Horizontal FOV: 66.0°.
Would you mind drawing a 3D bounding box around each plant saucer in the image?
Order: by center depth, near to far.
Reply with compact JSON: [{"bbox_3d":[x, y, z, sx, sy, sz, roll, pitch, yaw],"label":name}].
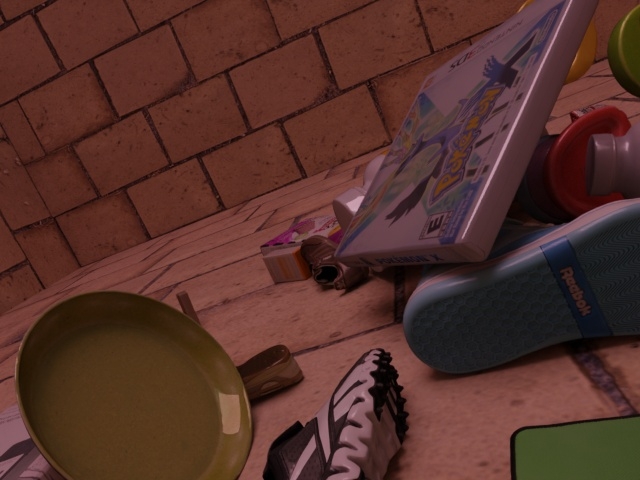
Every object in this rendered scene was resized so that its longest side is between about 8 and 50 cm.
[{"bbox_3d":[-0.175,0.152,0.483,0.037,0.241,0.241,-48,5,21],"label":"plant saucer"}]

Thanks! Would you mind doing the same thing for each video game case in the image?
[{"bbox_3d":[0.152,-0.119,0.591,0.329,0.036,0.300,-62,16,-13],"label":"video game case"}]

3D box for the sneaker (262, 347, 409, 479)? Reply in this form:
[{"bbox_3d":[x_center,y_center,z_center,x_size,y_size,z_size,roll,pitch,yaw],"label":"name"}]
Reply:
[{"bbox_3d":[0.008,0.165,0.397,0.106,0.078,0.234,-15,17,20],"label":"sneaker"}]

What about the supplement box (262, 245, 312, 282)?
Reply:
[{"bbox_3d":[-0.065,0.049,1.002,0.098,0.062,0.036,-9,20,42],"label":"supplement box"}]

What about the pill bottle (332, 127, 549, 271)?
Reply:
[{"bbox_3d":[0.195,-0.094,0.823,0.333,0.188,0.188,-32,15,-10],"label":"pill bottle"}]

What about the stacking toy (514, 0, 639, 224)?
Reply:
[{"bbox_3d":[0.387,-0.182,0.707,0.279,0.309,0.130,-12,0,-10],"label":"stacking toy"}]

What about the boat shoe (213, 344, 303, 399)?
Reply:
[{"bbox_3d":[-0.097,0.181,0.604,0.153,0.048,0.056,-29,23,5],"label":"boat shoe"}]

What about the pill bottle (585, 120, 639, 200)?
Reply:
[{"bbox_3d":[0.411,-0.088,0.563,0.184,0.103,0.103,2,22,20],"label":"pill bottle"}]

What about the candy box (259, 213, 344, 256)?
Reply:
[{"bbox_3d":[0.000,0.000,1.065,0.233,0.071,0.159,-7,20,48],"label":"candy box"}]

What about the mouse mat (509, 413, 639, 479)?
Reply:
[{"bbox_3d":[0.207,0.150,0.281,0.189,0.007,0.152,-18,14,25],"label":"mouse mat"}]

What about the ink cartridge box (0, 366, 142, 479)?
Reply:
[{"bbox_3d":[-0.284,0.256,0.445,0.198,0.115,0.273,-19,14,15],"label":"ink cartridge box"}]

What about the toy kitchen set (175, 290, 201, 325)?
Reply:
[{"bbox_3d":[-0.290,0.148,0.960,0.083,0.075,0.068,-24,12,-23],"label":"toy kitchen set"}]

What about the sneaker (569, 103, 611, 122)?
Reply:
[{"bbox_3d":[0.580,-0.249,1.034,0.092,0.088,0.225,-14,16,30],"label":"sneaker"}]

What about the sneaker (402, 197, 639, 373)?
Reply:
[{"bbox_3d":[0.242,0.010,0.512,0.318,0.127,0.208,-18,16,19],"label":"sneaker"}]

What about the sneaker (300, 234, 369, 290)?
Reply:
[{"bbox_3d":[0.003,0.039,0.879,0.071,0.066,0.188,-33,25,-25],"label":"sneaker"}]
